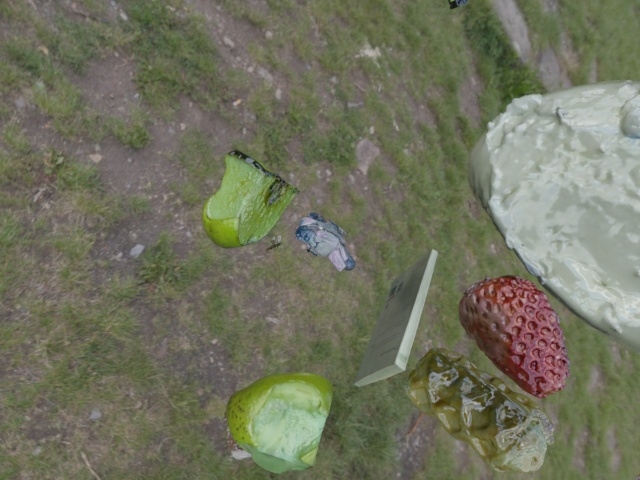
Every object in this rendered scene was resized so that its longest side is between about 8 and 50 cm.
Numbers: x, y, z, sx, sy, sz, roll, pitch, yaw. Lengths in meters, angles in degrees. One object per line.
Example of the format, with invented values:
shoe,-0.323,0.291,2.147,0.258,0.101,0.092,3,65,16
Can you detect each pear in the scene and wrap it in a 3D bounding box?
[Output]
pear,-0.121,0.482,1.239,0.282,0.176,0.286,20,58,2
pear,-0.209,-0.097,1.234,0.255,0.164,0.238,-61,159,5

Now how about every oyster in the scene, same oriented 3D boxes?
oyster,-0.159,0.012,1.512,0.051,0.093,0.034,-33,81,-28

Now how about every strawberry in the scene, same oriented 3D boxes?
strawberry,0.503,0.259,1.172,0.149,0.265,0.336,-9,62,-31

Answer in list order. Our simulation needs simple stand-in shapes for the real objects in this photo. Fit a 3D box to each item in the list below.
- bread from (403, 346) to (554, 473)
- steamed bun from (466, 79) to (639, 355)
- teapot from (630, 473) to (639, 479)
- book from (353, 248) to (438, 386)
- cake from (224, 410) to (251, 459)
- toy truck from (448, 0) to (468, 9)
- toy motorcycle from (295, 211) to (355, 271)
bread,0.289,0.308,0.811,0.152,0.268,0.129,-28,125,-25
steamed bun,0.357,-0.053,0.500,0.334,0.233,0.312,48,31,11
teapot,0.267,0.239,0.298,0.246,0.116,0.159,-14,66,-51
book,0.162,0.168,0.948,0.025,0.215,0.282,29,59,-4
cake,-0.212,0.596,1.370,0.135,0.135,0.147,34,43,-62
toy truck,0.397,-0.684,1.077,0.259,0.135,0.128,-48,123,-37
toy motorcycle,-0.004,0.004,1.399,0.239,0.108,0.204,38,22,27
